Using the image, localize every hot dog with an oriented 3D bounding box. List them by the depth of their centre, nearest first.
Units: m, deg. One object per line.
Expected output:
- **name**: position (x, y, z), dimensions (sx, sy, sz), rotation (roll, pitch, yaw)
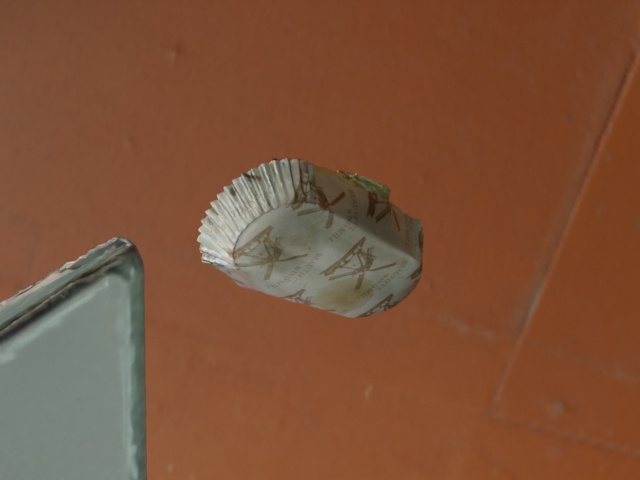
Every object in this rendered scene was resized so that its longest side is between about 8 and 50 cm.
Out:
- **hot dog**: position (0.000, 0.000, 1.096), dimensions (0.099, 0.053, 0.192), rotation (-40, 148, 22)

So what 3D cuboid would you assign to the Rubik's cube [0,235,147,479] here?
- **Rubik's cube**: position (-0.165, 0.136, 0.582), dimensions (0.233, 0.229, 0.228), rotation (5, 155, 12)
